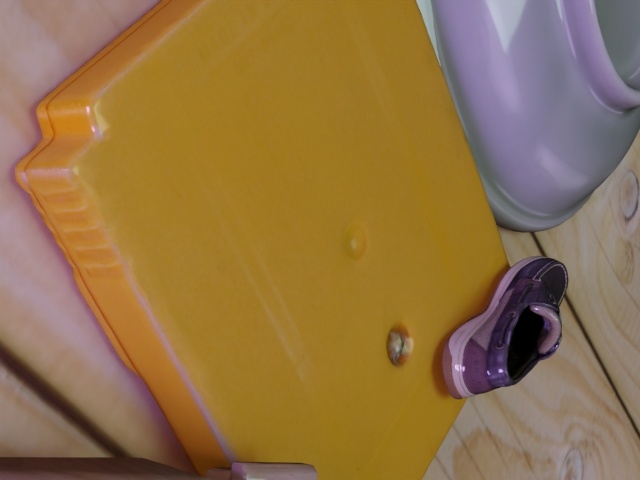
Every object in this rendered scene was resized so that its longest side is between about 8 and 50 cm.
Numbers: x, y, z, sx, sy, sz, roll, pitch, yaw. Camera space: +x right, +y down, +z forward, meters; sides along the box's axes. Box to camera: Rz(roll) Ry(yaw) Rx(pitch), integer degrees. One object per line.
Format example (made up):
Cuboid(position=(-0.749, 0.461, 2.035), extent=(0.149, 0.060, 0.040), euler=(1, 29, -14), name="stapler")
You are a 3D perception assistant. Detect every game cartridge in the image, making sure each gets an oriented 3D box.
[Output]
Cuboid(position=(0.000, 0.000, 0.607), extent=(0.285, 0.053, 0.323), euler=(-51, 128, -40), name="game cartridge")

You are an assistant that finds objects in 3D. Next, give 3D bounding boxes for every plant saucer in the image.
Cuboid(position=(0.194, -0.205, 0.817), extent=(0.400, 0.101, 0.400), euler=(-3, 93, -53), name="plant saucer")

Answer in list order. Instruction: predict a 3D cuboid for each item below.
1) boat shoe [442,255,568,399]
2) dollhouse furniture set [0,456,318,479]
Cuboid(position=(0.132, 0.056, 0.700), extent=(0.152, 0.049, 0.056), euler=(-41, 122, -45), name="boat shoe")
Cuboid(position=(-0.099, 0.230, 0.331), extent=(0.355, 0.174, 0.303), euler=(10, 83, -46), name="dollhouse furniture set")
